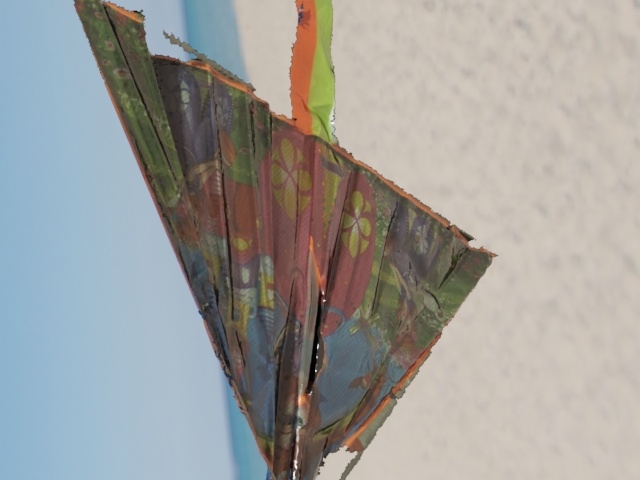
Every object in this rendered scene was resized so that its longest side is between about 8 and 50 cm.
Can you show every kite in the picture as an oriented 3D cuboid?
[{"bbox_3d":[0.000,0.000,0.416,0.241,0.014,0.183,21,-115,-51],"label":"kite"}]
